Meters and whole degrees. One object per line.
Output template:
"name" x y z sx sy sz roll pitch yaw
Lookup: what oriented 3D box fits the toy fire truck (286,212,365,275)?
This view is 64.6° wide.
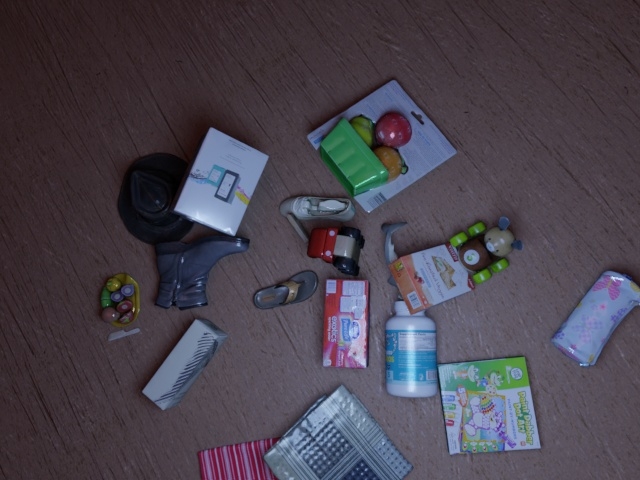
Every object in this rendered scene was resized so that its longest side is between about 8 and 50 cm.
"toy fire truck" 0.000 0.000 1.515 0.247 0.217 0.158 9 82 12

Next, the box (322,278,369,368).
"box" 0.081 0.246 1.503 0.128 0.122 0.256 0 80 10

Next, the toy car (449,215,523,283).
"toy car" 0.489 0.012 1.432 0.149 0.188 0.154 -26 80 -25

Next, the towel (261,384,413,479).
"towel" 0.048 0.621 1.432 0.312 0.056 0.324 -39 85 -14

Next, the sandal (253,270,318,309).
"sandal" -0.111 0.158 1.583 0.220 0.060 0.089 -16 78 6

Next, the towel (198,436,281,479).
"towel" -0.225 0.710 1.516 0.275 0.031 0.198 -13 77 7

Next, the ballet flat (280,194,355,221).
"ballet flat" -0.014 -0.108 1.607 0.249 0.086 0.086 2 80 10

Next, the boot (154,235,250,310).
"boot" -0.373 0.106 1.622 0.339 0.118 0.222 -9 81 19

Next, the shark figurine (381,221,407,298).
"shark figurine" 0.229 0.082 1.528 0.166 0.116 0.278 -28 83 -31

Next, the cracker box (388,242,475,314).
"cracker box" 0.322 0.104 1.452 0.233 0.067 0.155 -13 73 -38

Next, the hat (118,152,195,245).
"hat" -0.557 -0.152 1.678 0.332 0.134 0.330 -2 80 10

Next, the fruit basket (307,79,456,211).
"fruit basket" 0.190 -0.299 1.595 0.353 0.165 0.327 -34 76 -14

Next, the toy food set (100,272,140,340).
"toy food set" -0.665 0.212 1.658 0.128 0.071 0.217 -10 78 7

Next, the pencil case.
"pencil case" 0.766 0.216 1.402 0.124 0.113 0.273 39 88 22

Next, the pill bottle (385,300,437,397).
"pill bottle" 0.259 0.308 1.452 0.147 0.146 0.263 -1 79 9

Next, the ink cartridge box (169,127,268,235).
"ink cartridge box" -0.321 -0.174 1.576 0.197 0.198 0.269 25 84 -20

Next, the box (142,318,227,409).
"box" -0.416 0.379 1.567 0.094 0.113 0.275 35 88 12

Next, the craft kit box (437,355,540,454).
"craft kit box" 0.470 0.465 1.437 0.247 0.061 0.249 -8 79 5
